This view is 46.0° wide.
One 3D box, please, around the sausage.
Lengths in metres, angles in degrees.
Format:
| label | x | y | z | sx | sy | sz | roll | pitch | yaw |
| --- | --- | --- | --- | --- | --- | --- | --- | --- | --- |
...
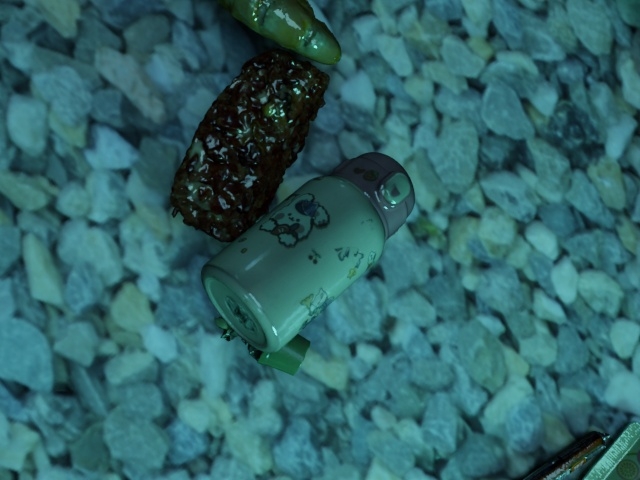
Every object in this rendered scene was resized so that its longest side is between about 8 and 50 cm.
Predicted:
| label | x | y | z | sx | sy | sz | roll | pitch | yaw |
| --- | --- | --- | --- | --- | --- | --- | --- | --- | --- |
| sausage | 0.245 | 0.271 | 0.843 | 0.198 | 0.025 | 0.028 | -32 | 120 | -10 |

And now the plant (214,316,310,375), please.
| label | x | y | z | sx | sy | sz | roll | pitch | yaw |
| --- | --- | --- | --- | --- | --- | --- | --- | --- | --- |
| plant | -0.063 | 0.101 | 0.783 | 0.102 | 0.051 | 0.051 | 26 | 82 | -3 |

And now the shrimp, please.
| label | x | y | z | sx | sy | sz | roll | pitch | yaw |
| --- | --- | --- | --- | --- | --- | --- | --- | --- | --- |
| shrimp | -0.077 | -0.263 | 0.770 | 0.267 | 0.145 | 0.061 | 38 | 107 | 18 |

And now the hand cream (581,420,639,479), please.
| label | x | y | z | sx | sy | sz | roll | pitch | yaw |
| --- | --- | --- | --- | --- | --- | --- | --- | --- | --- |
| hand cream | 0.418 | 0.361 | 0.847 | 0.306 | 0.093 | 0.147 | 45 | 79 | 4 |

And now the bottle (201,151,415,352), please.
| label | x | y | z | sx | sy | sz | roll | pitch | yaw |
| --- | --- | --- | --- | --- | --- | --- | --- | --- | --- |
| bottle | 0.000 | 0.000 | 0.755 | 0.233 | 0.110 | 0.110 | -40 | 94 | -24 |

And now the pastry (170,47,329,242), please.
| label | x | y | z | sx | sy | sz | roll | pitch | yaw |
| --- | --- | --- | --- | --- | --- | --- | --- | --- | --- |
| pastry | -0.074 | -0.101 | 0.768 | 0.097 | 0.115 | 0.208 | 28 | 84 | 5 |
